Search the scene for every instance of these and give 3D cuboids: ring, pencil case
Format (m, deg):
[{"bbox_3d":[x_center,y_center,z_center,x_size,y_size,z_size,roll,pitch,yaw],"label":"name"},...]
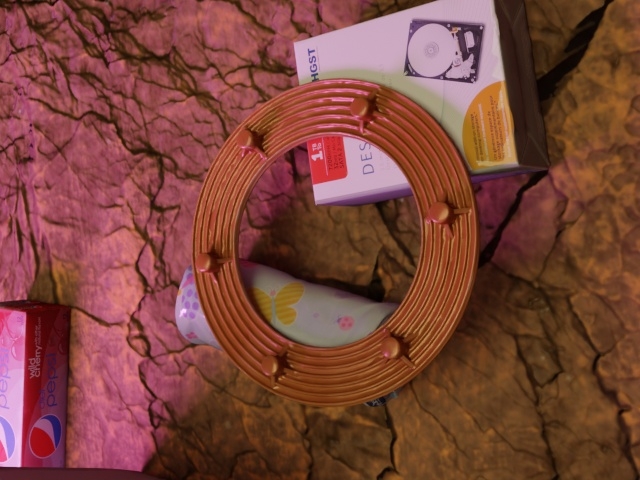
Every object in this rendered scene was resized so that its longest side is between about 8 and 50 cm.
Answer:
[{"bbox_3d":[0.000,0.000,1.077,0.337,0.032,0.336,-4,83,31],"label":"ring"},{"bbox_3d":[-0.029,0.095,1.178,0.273,0.124,0.113,16,70,29],"label":"pencil case"}]

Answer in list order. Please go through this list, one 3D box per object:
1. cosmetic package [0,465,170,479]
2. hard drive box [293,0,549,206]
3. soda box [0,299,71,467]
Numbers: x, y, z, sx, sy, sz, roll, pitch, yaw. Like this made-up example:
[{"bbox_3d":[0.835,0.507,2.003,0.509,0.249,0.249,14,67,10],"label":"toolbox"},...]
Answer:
[{"bbox_3d":[-0.243,0.461,1.130,0.329,0.327,0.393,1,80,42],"label":"cosmetic package"},{"bbox_3d":[0.101,-0.141,1.101,0.232,0.089,0.181,-11,86,32],"label":"hard drive box"},{"bbox_3d":[-0.400,0.215,1.428,0.092,0.083,0.263,5,95,32],"label":"soda box"}]
